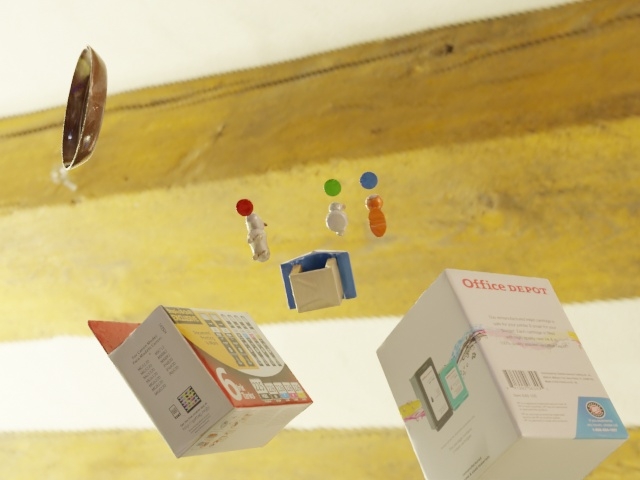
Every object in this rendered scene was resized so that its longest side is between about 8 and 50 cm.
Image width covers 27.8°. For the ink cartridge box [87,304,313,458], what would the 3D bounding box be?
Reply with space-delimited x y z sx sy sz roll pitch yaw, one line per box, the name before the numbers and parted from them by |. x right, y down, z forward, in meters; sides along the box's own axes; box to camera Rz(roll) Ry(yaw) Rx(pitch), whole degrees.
ink cartridge box | -0.190 0.198 2.083 0.130 0.309 0.272 -43 -108 13

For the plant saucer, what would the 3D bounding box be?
plant saucer | -0.311 -0.174 1.714 0.029 0.168 0.168 8 -36 -22

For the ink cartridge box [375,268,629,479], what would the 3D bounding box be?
ink cartridge box | 0.239 0.205 1.758 0.198 0.270 0.197 6 -43 -33

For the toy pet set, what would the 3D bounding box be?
toy pet set | 0.000 0.000 1.113 0.122 0.065 0.114 -10 -77 7
